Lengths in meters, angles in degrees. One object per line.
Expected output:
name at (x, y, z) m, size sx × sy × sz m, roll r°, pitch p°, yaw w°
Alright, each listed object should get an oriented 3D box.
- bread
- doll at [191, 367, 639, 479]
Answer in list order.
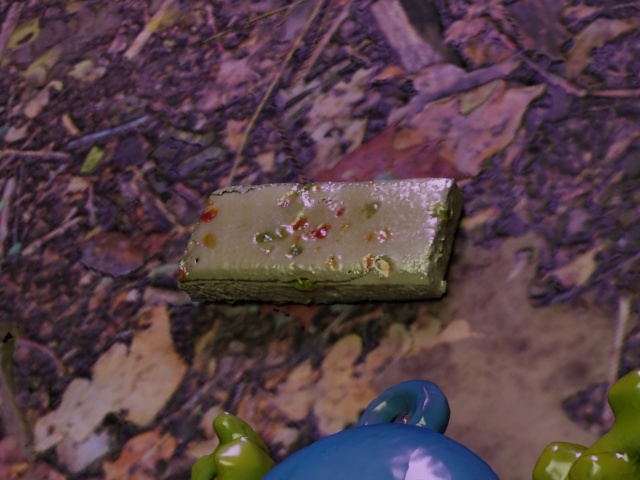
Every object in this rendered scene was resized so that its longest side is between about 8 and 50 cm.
bread at (0.000, 0.000, 0.833) m, size 0.153 × 0.028 × 0.068 m, roll -1°, pitch 52°, yaw 27°
doll at (0.021, 0.191, 0.600) m, size 0.346 × 0.099 × 0.341 m, roll -25°, pitch 42°, yaw 40°
